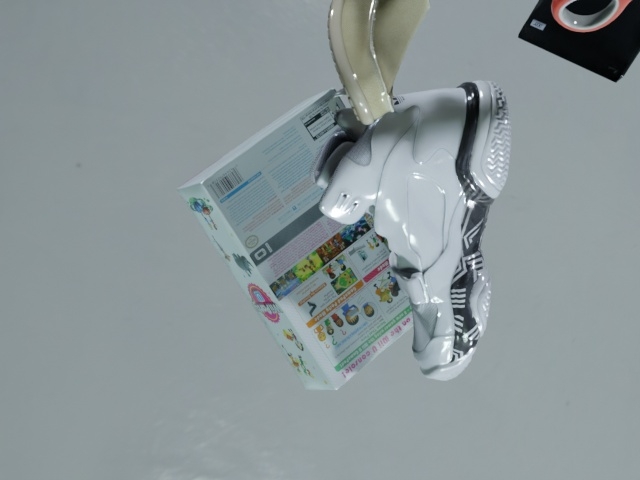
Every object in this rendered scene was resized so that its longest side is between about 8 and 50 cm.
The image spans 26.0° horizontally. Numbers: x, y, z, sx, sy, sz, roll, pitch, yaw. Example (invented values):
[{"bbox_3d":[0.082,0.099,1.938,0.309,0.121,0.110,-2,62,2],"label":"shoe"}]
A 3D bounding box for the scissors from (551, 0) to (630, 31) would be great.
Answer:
[{"bbox_3d":[0.306,-0.239,1.169,0.297,0.109,0.021,-11,52,37],"label":"scissors"}]

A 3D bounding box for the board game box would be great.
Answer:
[{"bbox_3d":[0.000,0.000,1.715,0.224,0.097,0.303,-37,100,-24],"label":"board game box"}]

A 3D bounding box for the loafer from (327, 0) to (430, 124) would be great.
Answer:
[{"bbox_3d":[0.066,-0.239,1.436,0.092,0.102,0.268,-8,56,15],"label":"loafer"}]

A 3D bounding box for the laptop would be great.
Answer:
[{"bbox_3d":[0.404,-0.297,1.636,0.264,0.234,0.136,-12,115,-18],"label":"laptop"}]

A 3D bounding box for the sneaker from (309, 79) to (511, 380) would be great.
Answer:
[{"bbox_3d":[0.091,-0.012,1.599,0.210,0.137,0.365,3,112,-7],"label":"sneaker"}]
